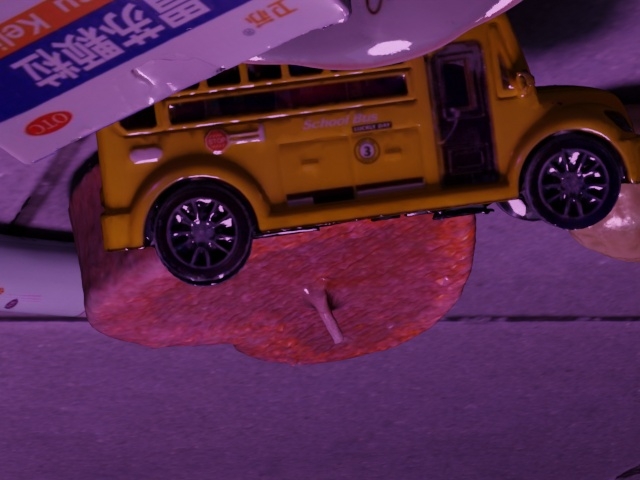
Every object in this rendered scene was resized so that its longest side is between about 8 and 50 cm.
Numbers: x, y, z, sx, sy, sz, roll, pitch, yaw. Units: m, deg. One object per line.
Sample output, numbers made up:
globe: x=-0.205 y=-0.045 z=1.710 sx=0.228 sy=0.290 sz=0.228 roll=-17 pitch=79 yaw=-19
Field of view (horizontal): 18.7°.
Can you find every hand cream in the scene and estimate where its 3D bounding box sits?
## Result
hand cream: x=-0.171 y=0.027 z=1.474 sx=0.331 sy=0.058 sz=0.085 roll=5 pitch=133 yaw=-44

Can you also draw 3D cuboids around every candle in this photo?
candle: x=0.000 y=0.000 z=1.387 sx=0.287 sy=0.131 sz=0.317 roll=-31 pitch=151 yaw=34

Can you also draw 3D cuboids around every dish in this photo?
dish: x=0.013 y=-0.179 z=1.029 sx=0.229 sy=0.081 sz=0.229 roll=-6 pitch=155 yaw=-3

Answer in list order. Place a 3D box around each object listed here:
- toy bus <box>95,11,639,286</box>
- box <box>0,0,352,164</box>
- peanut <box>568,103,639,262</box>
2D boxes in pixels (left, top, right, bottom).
toy bus: x=0.027 y=-0.067 z=1.183 sx=0.331 sy=0.151 sz=0.145 roll=-8 pitch=-176 yaw=-5
box: x=-0.151 y=-0.174 z=0.838 sx=0.200 sy=0.106 sz=0.299 roll=-22 pitch=140 yaw=28
peanut: x=0.284 y=-0.048 z=1.423 sx=0.257 sy=0.123 sz=0.123 roll=-7 pitch=158 yaw=-18
